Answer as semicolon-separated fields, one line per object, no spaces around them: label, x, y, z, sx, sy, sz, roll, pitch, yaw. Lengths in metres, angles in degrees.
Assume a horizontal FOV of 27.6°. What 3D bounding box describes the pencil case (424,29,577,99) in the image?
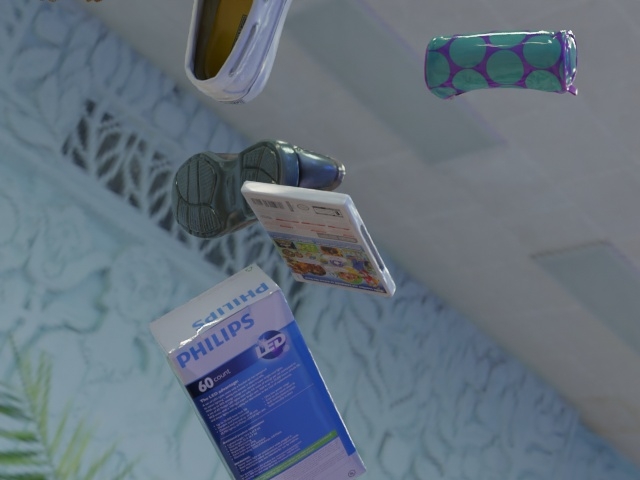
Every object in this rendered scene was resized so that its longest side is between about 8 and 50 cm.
pencil case;0.188;-0.182;1.349;0.151;0.064;0.070;0;-66;21

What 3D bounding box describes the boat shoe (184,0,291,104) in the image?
boat shoe;-0.111;-0.371;1.729;0.135;0.367;0.156;18;3;22

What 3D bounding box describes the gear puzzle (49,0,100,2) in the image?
gear puzzle;-0.259;-0.314;1.175;0.044;0.175;0.339;-14;-24;10

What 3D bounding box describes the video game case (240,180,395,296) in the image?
video game case;0.000;0.000;0.970;0.087;0.011;0.122;9;-31;27

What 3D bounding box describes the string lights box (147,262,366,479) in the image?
string lights box;-0.063;0.169;1.376;0.077;0.133;0.260;41;-22;59

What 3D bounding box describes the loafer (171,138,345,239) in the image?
loafer;-0.072;-0.051;1.375;0.084;0.096;0.267;1;-4;-30
